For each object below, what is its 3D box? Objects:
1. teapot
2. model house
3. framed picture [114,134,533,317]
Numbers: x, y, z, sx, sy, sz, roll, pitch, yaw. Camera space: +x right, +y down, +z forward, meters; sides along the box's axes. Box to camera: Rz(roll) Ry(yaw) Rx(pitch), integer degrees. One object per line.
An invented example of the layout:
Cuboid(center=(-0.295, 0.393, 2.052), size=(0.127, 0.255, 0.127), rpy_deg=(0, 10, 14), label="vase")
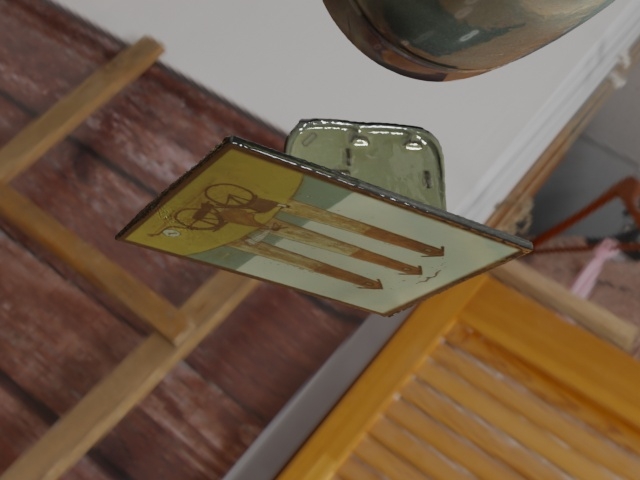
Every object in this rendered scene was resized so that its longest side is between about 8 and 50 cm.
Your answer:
Cuboid(center=(0.186, -0.283, 0.863), size=(0.233, 0.315, 0.312), rpy_deg=(61, -21, -10), label="teapot")
Cuboid(center=(0.019, -0.023, 1.486), size=(0.218, 0.205, 0.278), rpy_deg=(4, -16, -18), label="model house")
Cuboid(center=(0.000, 0.000, 1.040), size=(0.324, 0.013, 0.244), rpy_deg=(18, -27, -27), label="framed picture")
